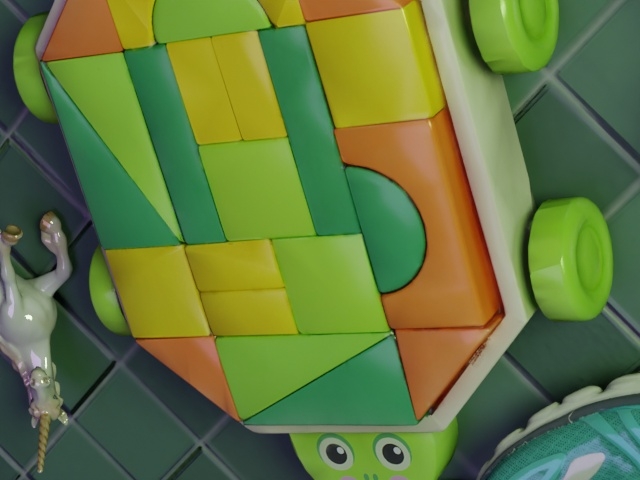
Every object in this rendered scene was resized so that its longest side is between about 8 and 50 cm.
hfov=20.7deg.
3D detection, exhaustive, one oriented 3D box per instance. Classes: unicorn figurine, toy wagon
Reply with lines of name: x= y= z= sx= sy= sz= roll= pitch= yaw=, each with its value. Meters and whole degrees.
unicorn figurine: x=-0.178 y=0.032 z=0.960 sx=0.162 sy=0.060 sz=0.111 roll=32 pitch=129 yaw=32
toy wagon: x=0.000 y=0.000 z=0.825 sx=0.267 sy=0.068 sz=0.344 roll=-4 pitch=113 yaw=32

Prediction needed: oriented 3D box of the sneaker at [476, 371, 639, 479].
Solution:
sneaker: x=0.182 y=0.123 z=0.751 sx=0.275 sy=0.110 sz=0.107 roll=-6 pitch=118 yaw=33
